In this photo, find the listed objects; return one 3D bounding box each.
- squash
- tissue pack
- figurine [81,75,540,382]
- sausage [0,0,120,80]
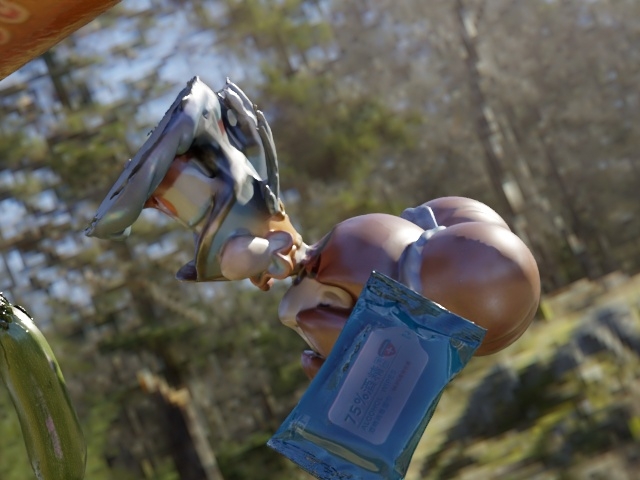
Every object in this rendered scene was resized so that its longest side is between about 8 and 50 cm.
[{"bbox_3d":[-0.231,0.122,1.465,0.052,0.183,0.052,-17,15,5],"label":"squash"},{"bbox_3d":[0.036,0.092,1.086,0.138,0.085,0.028,-57,-9,-29],"label":"tissue pack"},{"bbox_3d":[-0.001,0.001,1.745,0.248,0.388,0.277,-53,7,9],"label":"figurine"},{"bbox_3d":[-0.269,-0.265,1.496,0.233,0.233,0.287,-17,-5,-45],"label":"sausage"}]
